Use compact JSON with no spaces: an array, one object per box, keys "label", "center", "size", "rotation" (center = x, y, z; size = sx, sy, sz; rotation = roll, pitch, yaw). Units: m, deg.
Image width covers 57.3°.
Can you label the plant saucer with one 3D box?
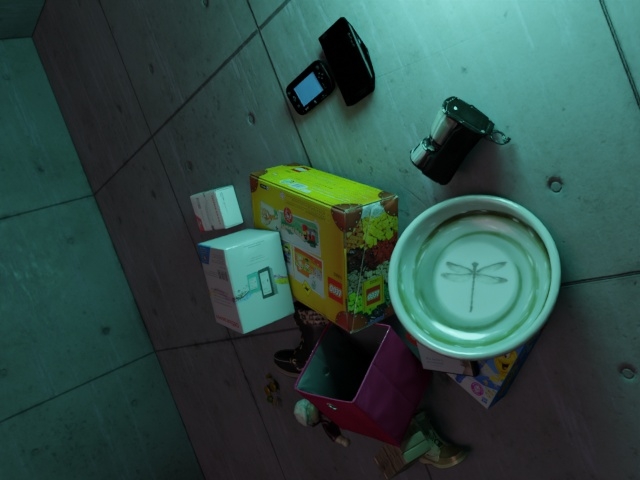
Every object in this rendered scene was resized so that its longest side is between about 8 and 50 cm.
[{"label":"plant saucer","center":[0.365,0.091,1.405],"size":[0.400,0.100,0.401],"rotation":[-9,68,23]}]

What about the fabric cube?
[{"label":"fabric cube","center":[0.129,0.418,1.747],"size":[0.254,0.259,0.258],"rotation":[-1,138,47]}]

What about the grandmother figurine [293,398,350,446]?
[{"label":"grandmother figurine","center":[0.075,0.570,1.930],"size":[0.342,0.208,0.104],"rotation":[-3,148,16]}]

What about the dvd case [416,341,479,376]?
[{"label":"dvd case","center":[0.318,0.235,1.561],"size":[0.180,0.022,0.253],"rotation":[-5,103,51]}]

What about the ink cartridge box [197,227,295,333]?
[{"label":"ink cartridge box","center":[-0.233,0.121,1.839],"size":[0.198,0.197,0.270],"rotation":[8,113,54]}]

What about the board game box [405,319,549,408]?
[{"label":"board game box","center":[0.398,0.232,1.552],"size":[0.308,0.086,0.302],"rotation":[40,135,32]}]

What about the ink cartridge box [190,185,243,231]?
[{"label":"ink cartridge box","center":[-0.420,-0.127,2.362],"size":[0.217,0.092,0.159],"rotation":[-4,104,53]}]

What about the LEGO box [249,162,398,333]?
[{"label":"LEGO box","center":[0.000,0.000,1.799],"size":[0.500,0.193,0.373],"rotation":[26,126,48]}]

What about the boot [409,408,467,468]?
[{"label":"boot","center":[0.345,0.606,1.803],"size":[0.213,0.077,0.165],"rotation":[-27,86,60]}]

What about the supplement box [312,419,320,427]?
[{"label":"supplement box","center":[0.043,0.578,2.113],"size":[0.073,0.130,0.239],"rotation":[54,141,16]}]

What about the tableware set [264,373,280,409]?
[{"label":"tableware set","center":[-0.211,0.652,2.546],"size":[0.104,0.024,0.154],"rotation":[17,121,49]}]

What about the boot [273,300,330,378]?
[{"label":"boot","center":[-0.047,0.351,2.104],"size":[0.377,0.138,0.285],"rotation":[1,109,46]}]

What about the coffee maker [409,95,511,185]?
[{"label":"coffee maker","center":[0.321,-0.221,1.398],"size":[0.171,0.120,0.178],"rotation":[50,140,20]}]

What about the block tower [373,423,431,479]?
[{"label":"block tower","center":[0.253,0.675,1.857],"size":[0.091,0.097,0.336],"rotation":[59,159,24]}]

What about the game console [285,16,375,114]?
[{"label":"game console","center":[0.018,-0.467,1.708],"size":[0.361,0.043,0.213],"rotation":[-25,87,53]}]
